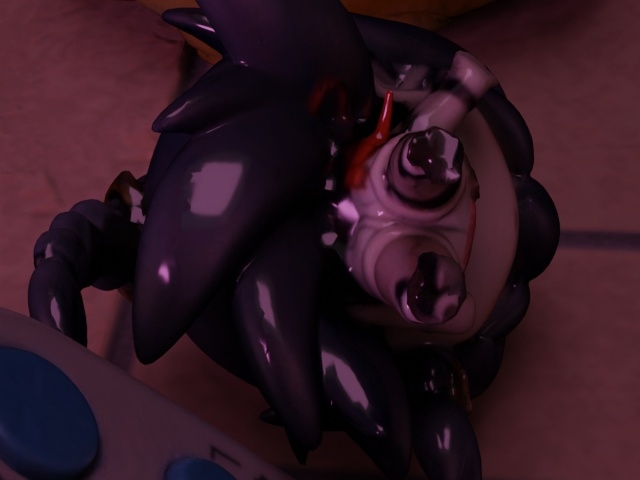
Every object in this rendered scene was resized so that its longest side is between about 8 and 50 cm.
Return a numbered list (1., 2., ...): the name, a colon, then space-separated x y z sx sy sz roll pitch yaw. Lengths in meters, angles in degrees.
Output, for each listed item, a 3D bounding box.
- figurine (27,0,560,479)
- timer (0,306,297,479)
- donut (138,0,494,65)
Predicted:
1. figurine: 0.002 -0.009 0.673 0.197 0.265 0.175 24 88 22
2. timer: -0.062 0.150 0.524 0.087 0.262 0.237 -35 36 28
3. donut: 0.013 -0.242 0.973 0.360 0.170 0.360 -2 49 2
